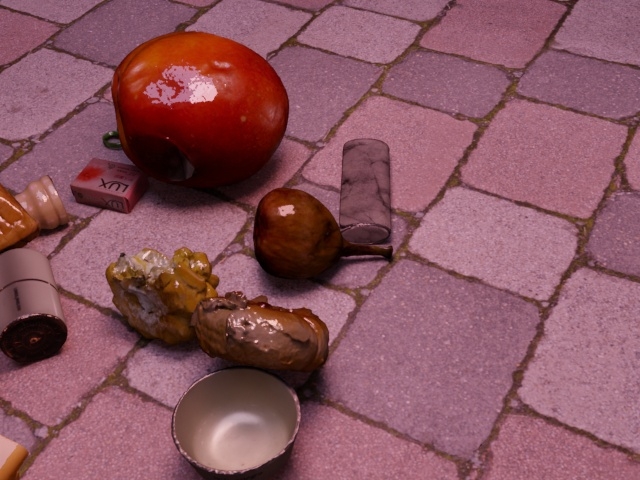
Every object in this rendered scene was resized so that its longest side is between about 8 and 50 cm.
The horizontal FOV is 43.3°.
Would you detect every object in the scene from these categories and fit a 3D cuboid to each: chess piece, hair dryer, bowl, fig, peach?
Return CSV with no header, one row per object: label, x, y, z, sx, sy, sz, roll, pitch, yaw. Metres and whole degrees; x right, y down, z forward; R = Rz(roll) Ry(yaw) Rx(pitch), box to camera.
chess piece,-0.748,-0.013,1.726,0.397,0.117,0.117,-26,48,-19
hair dryer,-0.675,0.170,1.538,0.362,0.128,0.203,-24,48,-9
bowl,-0.134,0.321,1.334,0.211,0.112,0.211,-2,45,2
fig,-0.004,0.010,1.618,0.290,0.191,0.191,23,48,4
peach,-0.282,-0.273,1.792,0.405,0.335,0.310,18,46,-6

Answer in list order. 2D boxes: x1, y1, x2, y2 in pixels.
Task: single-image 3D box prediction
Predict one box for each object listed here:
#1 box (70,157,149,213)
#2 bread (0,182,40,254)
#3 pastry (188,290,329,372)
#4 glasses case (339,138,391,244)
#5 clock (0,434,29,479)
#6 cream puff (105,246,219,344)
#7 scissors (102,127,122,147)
box,-0.486,-0.128,1.862,0.156,0.060,0.111,10,47,15
bread,-0.668,-0.038,1.626,0.143,0.149,0.158,-44,97,-16
pastry,-0.097,0.157,1.413,0.235,0.121,0.257,13,-4,-34
glasses case,0.101,-0.115,1.806,0.114,0.060,0.299,-1,44,4
clock,-0.578,0.434,1.164,0.200,0.244,0.317,19,50,1
cream puff,-0.282,0.097,1.548,0.221,0.195,0.195,9,44,30
scissors,-0.446,-0.238,1.995,0.204,0.027,0.101,26,53,30
